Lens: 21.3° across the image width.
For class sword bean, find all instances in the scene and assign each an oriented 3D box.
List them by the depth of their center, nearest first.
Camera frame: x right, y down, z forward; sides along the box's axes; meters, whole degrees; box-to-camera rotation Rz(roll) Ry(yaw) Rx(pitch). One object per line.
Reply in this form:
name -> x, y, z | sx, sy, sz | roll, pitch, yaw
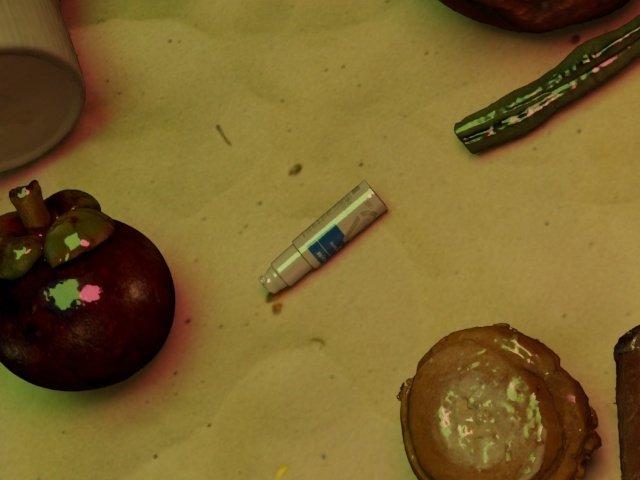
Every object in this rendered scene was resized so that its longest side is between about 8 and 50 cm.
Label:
sword bean -> 0.235, -0.157, 1.459 | 0.269, 0.038, 0.043 | -35, 100, 15

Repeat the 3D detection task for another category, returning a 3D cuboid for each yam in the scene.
yam -> 0.265, 0.134, 1.301 | 0.079, 0.079, 0.141 | -10, 64, 21

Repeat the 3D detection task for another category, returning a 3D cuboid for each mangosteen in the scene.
mangosteen -> -0.223, 0.038, 1.506 | 0.200, 0.200, 0.200 | -10, 63, 21

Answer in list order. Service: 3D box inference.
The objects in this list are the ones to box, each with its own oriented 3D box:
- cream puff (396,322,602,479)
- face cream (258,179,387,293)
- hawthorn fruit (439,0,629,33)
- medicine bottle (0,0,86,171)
cream puff -> 0.143, 0.145, 1.328 | 0.150, 0.115, 0.165 | -14, 71, 27
face cream -> 0.000, 0.000, 1.510 | 0.130, 0.034, 0.034 | -39, 57, 3
hawthorn fruit -> 0.171, -0.304, 1.443 | 0.258, 0.262, 0.258 | -9, 51, 11
medicine bottle -> -0.374, -0.266, 1.699 | 0.224, 0.224, 0.384 | -31, 57, 10
